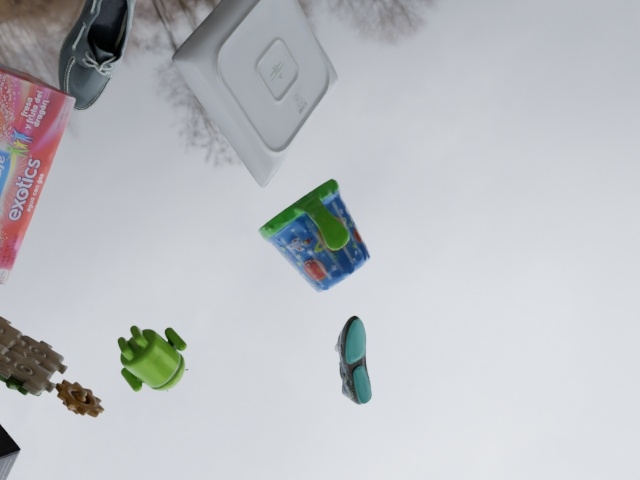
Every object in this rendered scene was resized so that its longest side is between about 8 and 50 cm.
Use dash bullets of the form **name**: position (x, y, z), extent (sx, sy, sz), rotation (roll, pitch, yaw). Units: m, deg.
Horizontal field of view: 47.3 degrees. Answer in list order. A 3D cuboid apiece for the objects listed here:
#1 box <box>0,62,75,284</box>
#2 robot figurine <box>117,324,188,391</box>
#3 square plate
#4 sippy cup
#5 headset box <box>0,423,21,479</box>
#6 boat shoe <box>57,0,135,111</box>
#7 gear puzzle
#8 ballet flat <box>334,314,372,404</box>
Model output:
- **box**: position (-0.496, -0.107, 1.045), extent (0.154, 0.142, 0.300), rotation (29, -81, 37)
- **robot figurine**: position (-0.243, 0.174, 1.063), extent (0.101, 0.115, 0.067), rotation (-44, -145, -6)
- **square plate**: position (-0.099, -0.342, 1.472), extent (0.049, 0.344, 0.347), rotation (8, -125, 40)
- **sippy cup**: position (0.000, 0.000, 1.826), extent (0.240, 0.224, 0.305), rotation (-34, -178, 23)
- **headset box**: position (-0.590, 0.274, 0.932), extent (0.246, 0.131, 0.283), rotation (38, -160, 22)
- **boat shoe**: position (-0.458, -0.393, 1.485), extent (0.319, 0.116, 0.099), rotation (-59, -150, 25)
- **gear puzzle**: position (-0.495, 0.190, 1.159), extent (0.044, 0.339, 0.175), rotation (-56, -169, 5)
- **ballet flat**: position (0.056, 0.231, 1.421), extent (0.070, 0.188, 0.070), rotation (-5, -165, 1)
